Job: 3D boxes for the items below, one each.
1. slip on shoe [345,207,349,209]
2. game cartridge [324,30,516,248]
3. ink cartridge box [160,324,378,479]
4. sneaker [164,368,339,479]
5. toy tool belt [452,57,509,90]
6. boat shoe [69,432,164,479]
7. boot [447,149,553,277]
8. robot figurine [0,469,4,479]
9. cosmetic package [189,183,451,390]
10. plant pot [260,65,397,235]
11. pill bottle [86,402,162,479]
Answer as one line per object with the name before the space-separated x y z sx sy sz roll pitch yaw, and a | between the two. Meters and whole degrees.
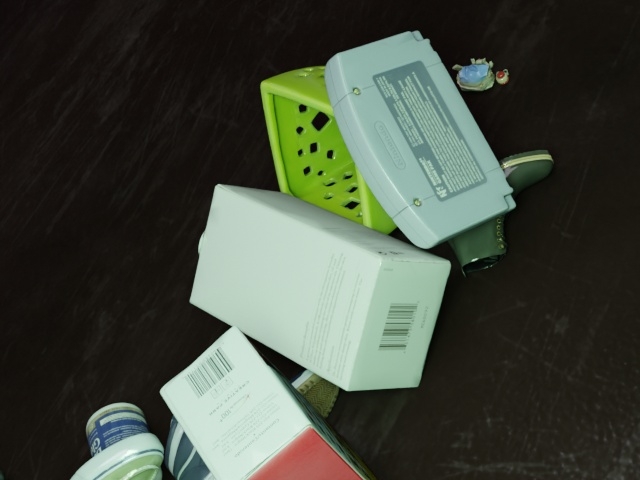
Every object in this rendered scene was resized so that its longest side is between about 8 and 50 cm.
slip on shoe | 0.000 0.000 1.870 0.135 0.051 0.041 -37 82 -10
game cartridge | 0.132 -0.142 1.630 0.198 0.297 0.062 -23 -9 -30
ink cartridge box | -0.019 0.296 1.436 0.130 0.309 0.272 -41 44 -2
sneaker | -0.109 0.260 1.681 0.282 0.099 0.153 -47 45 -5
toy tool belt | 0.262 -0.274 1.912 0.083 0.051 0.052 -3 54 31
boat shoe | -0.317 0.391 1.595 0.302 0.109 0.094 -45 57 6
boot | 0.270 -0.037 1.711 0.198 0.077 0.137 -27 59 9
robot figurine | -0.622 0.422 1.833 0.278 0.173 0.209 -4 55 32
cosmetic package | -0.012 0.061 1.690 0.365 0.155 0.197 26 106 44
plant pot | 0.067 -0.158 1.809 0.207 0.228 0.227 -29 37 -30
pill bottle | -0.290 0.332 1.744 0.094 0.094 0.169 -34 43 5
